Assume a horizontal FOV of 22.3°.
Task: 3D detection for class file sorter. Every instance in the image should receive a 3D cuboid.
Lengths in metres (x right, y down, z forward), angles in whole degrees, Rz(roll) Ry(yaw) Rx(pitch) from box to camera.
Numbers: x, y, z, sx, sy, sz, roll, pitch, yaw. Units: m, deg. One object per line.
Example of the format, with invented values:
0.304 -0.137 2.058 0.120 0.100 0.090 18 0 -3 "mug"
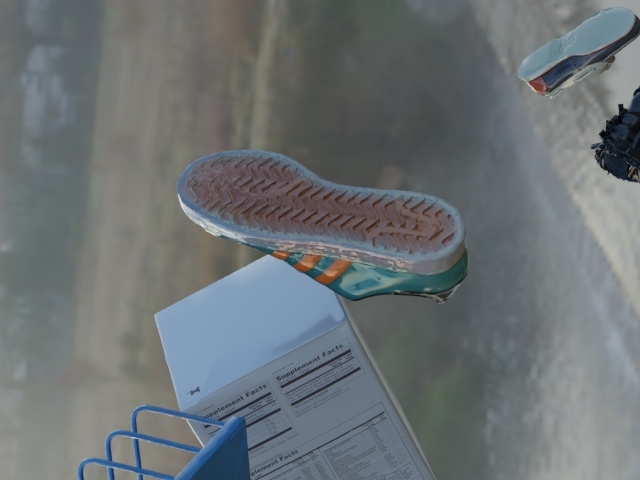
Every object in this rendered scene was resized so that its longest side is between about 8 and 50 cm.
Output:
-0.136 0.216 1.230 0.170 0.104 0.118 -44 -42 -53 "file sorter"

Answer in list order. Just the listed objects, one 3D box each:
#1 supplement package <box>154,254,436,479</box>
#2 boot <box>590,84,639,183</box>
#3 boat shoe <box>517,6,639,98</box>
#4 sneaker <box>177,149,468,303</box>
-0.025 0.179 1.783 0.262 0.198 0.199 62 -179 -31 "supplement package"
0.325 -0.092 1.532 0.099 0.121 0.045 -52 -20 -30 "boot"
0.238 -0.166 1.458 0.137 0.043 0.049 -27 34 46 "boat shoe"
0.000 0.000 1.625 0.121 0.302 0.108 82 -151 -53 "sneaker"
